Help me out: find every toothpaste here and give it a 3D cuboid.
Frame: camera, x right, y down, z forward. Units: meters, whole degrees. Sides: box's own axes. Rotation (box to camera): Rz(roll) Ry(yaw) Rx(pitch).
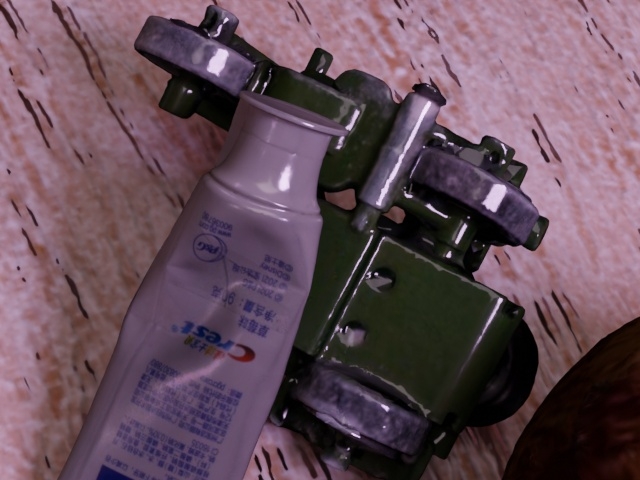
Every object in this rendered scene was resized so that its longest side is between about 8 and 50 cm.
[{"bbox_3d":[-0.061,0.058,0.791,0.096,0.061,0.266,22,97,4],"label":"toothpaste"}]

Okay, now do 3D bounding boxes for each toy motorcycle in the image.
[{"bbox_3d":[0.000,0.000,0.872,0.275,0.127,0.205,27,89,13],"label":"toy motorcycle"}]

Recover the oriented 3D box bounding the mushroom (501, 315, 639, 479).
[{"bbox_3d":[0.256,0.183,0.714,0.334,0.356,0.331,36,68,-21],"label":"mushroom"}]
